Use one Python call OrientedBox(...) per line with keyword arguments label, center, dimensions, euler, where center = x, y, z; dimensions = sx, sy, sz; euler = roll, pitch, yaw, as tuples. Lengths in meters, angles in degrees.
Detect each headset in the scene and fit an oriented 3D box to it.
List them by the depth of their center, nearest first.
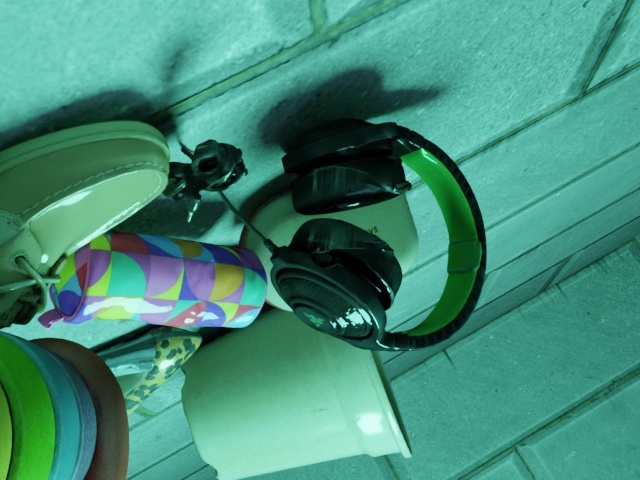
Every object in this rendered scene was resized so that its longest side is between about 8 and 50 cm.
OrientedBox(label="headset", center=(0.033, -0.020, 0.698), dimensions=(0.394, 0.243, 0.185), euler=(13, 164, -30))

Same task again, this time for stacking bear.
OrientedBox(label="stacking bear", center=(-0.253, 0.131, 0.419), dimensions=(0.164, 0.175, 0.289), euler=(-66, 165, -5))

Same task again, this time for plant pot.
OrientedBox(label="plant pot", center=(-0.050, 0.238, 1.134), dimensions=(0.305, 0.334, 0.334), euler=(-20, 160, 3))

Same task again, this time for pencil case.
OrientedBox(label="pencil case", center=(-0.168, 0.044, 0.720), dimensions=(0.236, 0.104, 0.104), euler=(8, 137, -45))

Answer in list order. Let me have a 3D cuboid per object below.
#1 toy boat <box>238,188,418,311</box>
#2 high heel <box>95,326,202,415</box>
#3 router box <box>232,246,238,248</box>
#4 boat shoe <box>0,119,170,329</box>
OrientedBox(label="toy boat", center=(0.000, 0.000, 0.884), dimensions=(0.231, 0.151, 0.151), euler=(-20, -174, -27))
OrientedBox(label="high heel", center=(-0.269, 0.228, 1.046), dimensions=(0.186, 0.093, 0.261), euler=(-15, 146, -22))
OrientedBox(label="router box", center=(-0.132, 0.049, 0.911), dimensions=(0.122, 0.038, 0.092), euler=(-7, 148, -48))
OrientedBox(label="boat shoe", center=(-0.263, 0.023, 0.559), dimensions=(0.341, 0.110, 0.122), euler=(-30, 160, -2))
